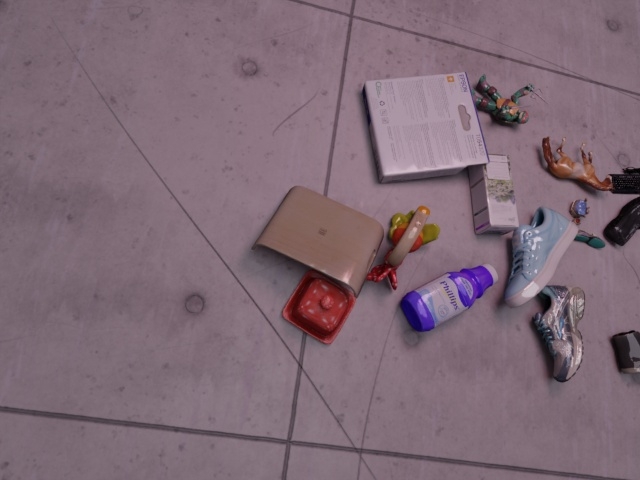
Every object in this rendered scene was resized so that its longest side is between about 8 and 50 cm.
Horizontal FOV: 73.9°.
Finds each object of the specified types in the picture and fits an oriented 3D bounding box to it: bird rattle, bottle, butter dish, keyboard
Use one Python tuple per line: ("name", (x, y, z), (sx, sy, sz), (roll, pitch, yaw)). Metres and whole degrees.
("bird rattle", (0.216, 0.007, 1.153), (0.143, 0.207, 0.253), (38, 64, 12))
("bottle", (0.369, 0.150, 1.195), (0.283, 0.092, 0.118), (-23, 80, -16))
("butter dish", (0.007, 0.166, 1.104), (0.160, 0.118, 0.159), (33, 72, -2))
("keyboard", (1.088, -0.213, 1.471), (0.192, 0.038, 0.100), (-1, 75, -13))

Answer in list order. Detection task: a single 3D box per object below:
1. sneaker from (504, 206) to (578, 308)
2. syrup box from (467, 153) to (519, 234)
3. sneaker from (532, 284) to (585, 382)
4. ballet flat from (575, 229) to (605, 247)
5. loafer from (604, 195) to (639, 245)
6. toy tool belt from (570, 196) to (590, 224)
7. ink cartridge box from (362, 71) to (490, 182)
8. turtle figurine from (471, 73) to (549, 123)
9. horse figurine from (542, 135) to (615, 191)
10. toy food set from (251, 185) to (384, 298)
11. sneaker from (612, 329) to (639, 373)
("sneaker", (0.615, 0.040, 1.267), (0.150, 0.135, 0.366), (40, 62, 9))
("syrup box", (0.526, -0.140, 1.305), (0.093, 0.096, 0.236), (2, 75, -9))
("sneaker", (0.679, 0.264, 1.239), (0.122, 0.110, 0.282), (10, 70, 10))
("ballet flat", (0.865, -0.011, 1.371), (0.115, 0.041, 0.041), (19, 72, -7))
("loafer", (1.030, -0.070, 1.404), (0.223, 0.076, 0.078), (-41, 91, -14))
("toy tool belt", (0.845, -0.096, 1.381), (0.052, 0.051, 0.083), (17, 73, -7))
("ink cartridge box", (0.318, -0.352, 1.315), (0.331, 0.071, 0.323), (-6, 75, -5))
("turtle figurine", (0.609, -0.446, 1.396), (0.234, 0.118, 0.175), (32, 56, 14))
("horse figurine", (0.841, -0.259, 1.419), (0.264, 0.066, 0.174), (14, 67, -10))
("toy food set", (0.000, 0.000, 1.140), (0.306, 0.092, 0.219), (25, 57, 6))
("sneaker", (0.999, 0.322, 1.283), (0.222, 0.083, 0.118), (-7, 76, -12))
